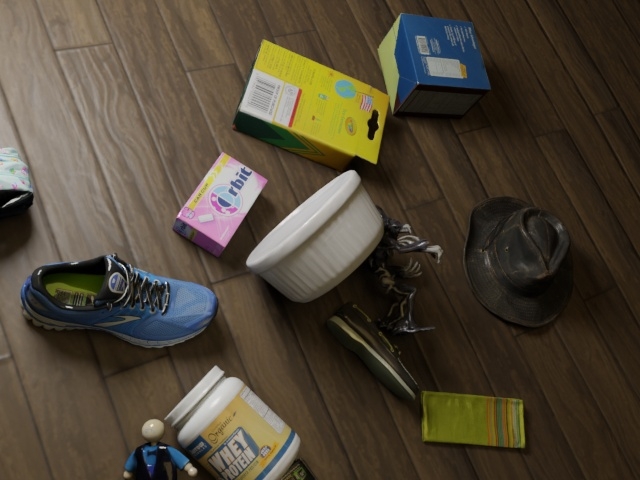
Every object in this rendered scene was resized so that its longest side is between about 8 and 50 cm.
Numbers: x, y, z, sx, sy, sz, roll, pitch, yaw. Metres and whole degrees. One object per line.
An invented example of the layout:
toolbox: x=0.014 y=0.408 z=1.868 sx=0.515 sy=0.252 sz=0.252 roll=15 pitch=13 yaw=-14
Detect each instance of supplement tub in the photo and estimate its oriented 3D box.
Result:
supplement tub: x=-0.147 y=0.323 z=1.115 sx=0.199 sy=0.144 sz=0.144 roll=43 pitch=59 yaw=0

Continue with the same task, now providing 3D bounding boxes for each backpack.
backpack: x=-0.580 y=-0.089 z=1.117 sx=0.182 sy=0.152 sz=0.115 roll=-12 pitch=82 yaw=-39

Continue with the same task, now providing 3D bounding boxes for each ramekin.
ramekin: x=0.000 y=0.000 z=1.254 sx=0.127 sy=0.273 sz=0.273 roll=48 pitch=59 yaw=-10

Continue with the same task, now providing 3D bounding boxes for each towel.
towel: x=0.315 y=0.366 z=1.359 sx=0.237 sy=0.021 sz=0.102 roll=9 pitch=64 yaw=-18

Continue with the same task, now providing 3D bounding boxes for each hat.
hat: x=0.486 y=0.025 z=1.511 sx=0.331 sy=0.134 sz=0.331 roll=9 pitch=65 yaw=-20

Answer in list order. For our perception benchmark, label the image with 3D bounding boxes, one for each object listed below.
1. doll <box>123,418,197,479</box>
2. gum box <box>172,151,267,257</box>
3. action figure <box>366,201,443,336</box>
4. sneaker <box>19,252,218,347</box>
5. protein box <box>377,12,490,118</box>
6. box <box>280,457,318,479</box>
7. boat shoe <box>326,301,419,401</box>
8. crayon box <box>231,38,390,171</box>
doll: x=-0.261 y=0.386 z=1.075 sx=0.129 sy=0.046 sz=0.189 roll=-11 pitch=77 yaw=11
gum box: x=-0.195 y=-0.076 z=1.313 sx=0.107 sy=0.062 sz=0.188 roll=33 pitch=60 yaw=-7
action figure: x=0.165 y=0.053 z=1.358 sx=0.140 sy=0.164 sz=0.276 roll=-6 pitch=80 yaw=-12
sneaker: x=-0.334 y=0.102 z=1.132 sx=0.329 sy=0.147 sz=0.130 roll=6 pitch=66 yaw=-21
protein box: x=0.272 y=-0.418 z=1.610 sx=0.201 sy=0.136 sz=0.200 roll=-1 pitch=68 yaw=-23
box: x=-0.053 y=0.506 z=1.134 sx=0.190 sy=0.045 sz=0.184 roll=-32 pitch=81 yaw=-29
boat shoe: x=0.116 y=0.216 z=1.305 sx=0.228 sy=0.081 sz=0.068 roll=45 pitch=63 yaw=4
crayon box: x=-0.015 y=-0.286 z=1.467 sx=0.318 sy=0.081 sz=0.202 roll=21 pitch=62 yaw=-12
